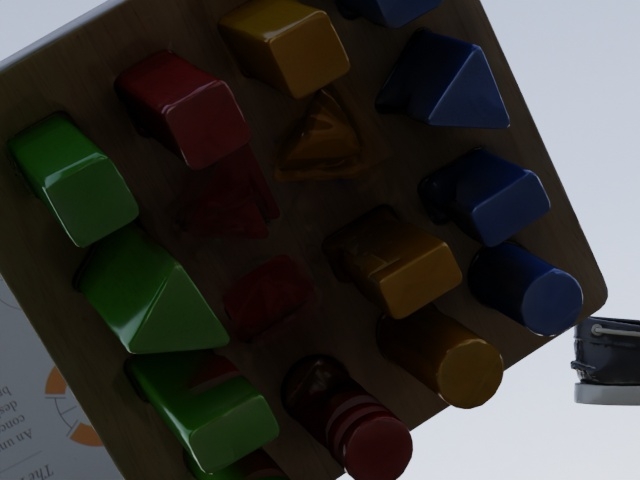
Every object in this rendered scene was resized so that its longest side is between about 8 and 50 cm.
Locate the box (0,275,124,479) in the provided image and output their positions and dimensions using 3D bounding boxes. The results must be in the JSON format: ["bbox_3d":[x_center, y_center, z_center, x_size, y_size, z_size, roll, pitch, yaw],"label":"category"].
[{"bbox_3d":[-0.250,0.028,0.920,0.215,0.345,0.168,-27,-7,-28],"label":"box"}]

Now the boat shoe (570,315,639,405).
[{"bbox_3d":[0.161,0.044,0.676,0.125,0.038,0.046,-3,-1,17],"label":"boat shoe"}]

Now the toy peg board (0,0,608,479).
[{"bbox_3d":[0.000,0.000,0.483,0.161,0.079,0.161,-31,-68,-10],"label":"toy peg board"}]
